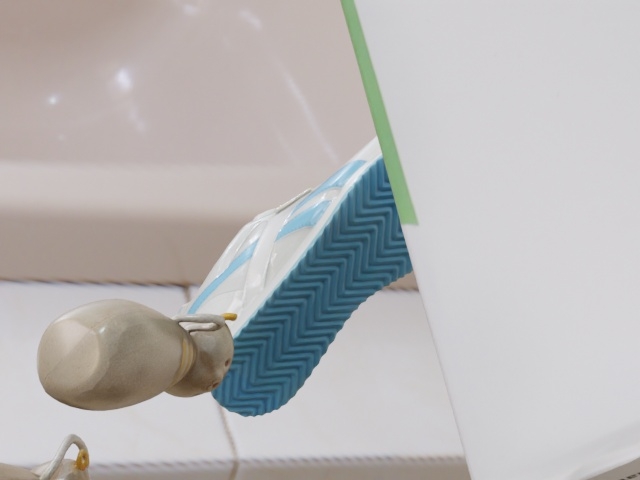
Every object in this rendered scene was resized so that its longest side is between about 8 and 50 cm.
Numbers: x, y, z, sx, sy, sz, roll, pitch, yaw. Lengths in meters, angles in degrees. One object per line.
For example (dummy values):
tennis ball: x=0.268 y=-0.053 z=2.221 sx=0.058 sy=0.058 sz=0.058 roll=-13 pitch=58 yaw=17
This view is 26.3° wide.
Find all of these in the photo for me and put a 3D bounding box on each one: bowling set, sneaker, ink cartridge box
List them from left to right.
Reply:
bowling set: x=-0.122 y=0.181 z=0.665 sx=0.200 sy=0.287 sz=0.154 roll=54 pitch=11 yaw=16
sneaker: x=0.000 y=0.000 z=0.856 sx=0.087 sy=0.229 sz=0.092 roll=49 pitch=-5 yaw=-36
ink cartridge box: x=0.140 y=0.014 z=0.515 sx=0.278 sy=0.117 sz=0.201 roll=32 pitch=38 yaw=-52
